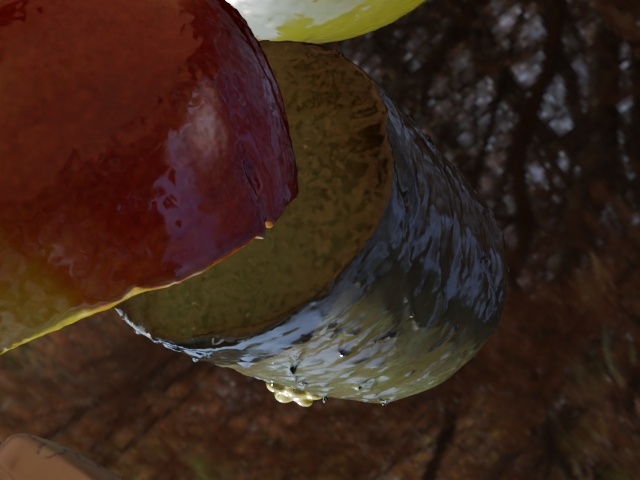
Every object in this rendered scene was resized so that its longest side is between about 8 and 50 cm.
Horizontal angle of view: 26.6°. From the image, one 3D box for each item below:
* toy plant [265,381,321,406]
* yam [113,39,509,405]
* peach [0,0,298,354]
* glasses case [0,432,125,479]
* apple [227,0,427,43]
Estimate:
[{"bbox_3d":[-0.010,0.053,1.068,0.093,0.093,0.162,-23,-139,34],"label":"toy plant"},{"bbox_3d":[0.000,0.000,0.706,0.161,0.268,0.161,-5,-104,20],"label":"yam"},{"bbox_3d":[-0.085,-0.026,0.396,0.151,0.151,0.118,-94,-161,-56],"label":"peach"},{"bbox_3d":[-0.052,0.181,0.588,0.297,0.113,0.075,31,-109,38],"label":"glasses case"},{"bbox_3d":[0.006,-0.248,0.849,0.295,0.233,0.258,-41,167,-52],"label":"apple"}]
